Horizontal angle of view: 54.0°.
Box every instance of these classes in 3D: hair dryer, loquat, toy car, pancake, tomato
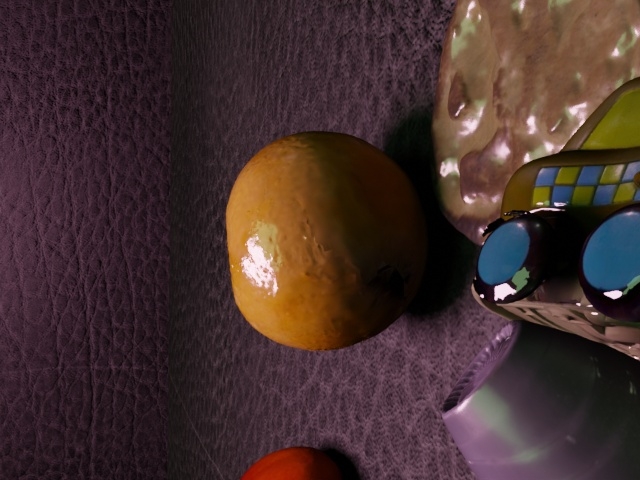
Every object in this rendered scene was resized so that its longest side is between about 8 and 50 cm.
[{"bbox_3d":[0.205,0.190,0.449,0.301,0.121,0.361,38,169,8],"label":"hair dryer"},{"bbox_3d":[0.000,0.000,0.759,0.263,0.263,0.263,179,90,-65],"label":"loquat"},{"bbox_3d":[0.229,-0.017,0.383,0.248,0.204,0.198,-6,61,65],"label":"toy car"},{"bbox_3d":[0.186,-0.133,0.587,0.294,0.049,0.294,-177,90,-65],"label":"pancake"},{"bbox_3d":[-0.049,0.449,0.971,0.260,0.180,0.260,173,90,-72],"label":"tomato"}]
